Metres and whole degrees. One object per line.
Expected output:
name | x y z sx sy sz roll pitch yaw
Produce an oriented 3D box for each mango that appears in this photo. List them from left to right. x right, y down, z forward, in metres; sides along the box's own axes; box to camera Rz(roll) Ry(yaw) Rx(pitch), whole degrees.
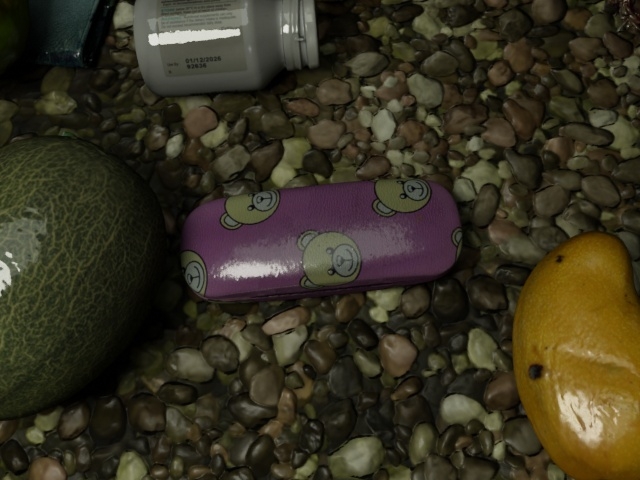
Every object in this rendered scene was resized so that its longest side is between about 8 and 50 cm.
mango | 0.276 0.118 0.765 0.157 0.109 0.262 -4 61 13

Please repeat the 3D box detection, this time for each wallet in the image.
wallet | -0.476 -0.322 1.044 0.379 0.046 0.190 5 67 6

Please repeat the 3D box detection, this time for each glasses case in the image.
glasses case | 0.000 0.000 0.851 0.317 0.076 0.123 -6 66 2

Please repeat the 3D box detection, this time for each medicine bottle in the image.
medicine bottle | -0.110 -0.252 0.937 0.215 0.135 0.135 -4 66 2

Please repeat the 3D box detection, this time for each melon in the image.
melon | -0.294 0.040 0.773 0.238 0.237 0.301 27 72 15

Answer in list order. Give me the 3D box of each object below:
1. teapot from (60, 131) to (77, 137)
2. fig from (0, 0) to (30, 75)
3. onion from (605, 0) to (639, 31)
teapot | -0.285 -0.090 0.933 0.043 0.043 0.111 -40 66 -13
fig | -0.496 -0.268 0.915 0.275 0.206 0.206 -15 65 19
onion | 0.472 -0.354 0.891 0.348 0.285 0.347 23 49 -29
